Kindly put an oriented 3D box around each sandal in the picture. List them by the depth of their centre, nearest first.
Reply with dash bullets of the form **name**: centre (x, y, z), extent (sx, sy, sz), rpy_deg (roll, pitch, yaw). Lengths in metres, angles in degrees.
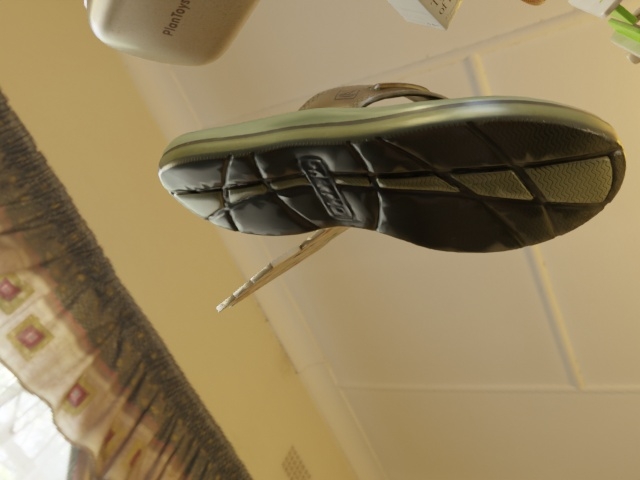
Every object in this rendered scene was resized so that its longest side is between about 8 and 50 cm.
- **sandal**: centre (0.034, -0.061, 0.418), extent (0.302, 0.086, 0.120), rpy_deg (4, -35, 20)

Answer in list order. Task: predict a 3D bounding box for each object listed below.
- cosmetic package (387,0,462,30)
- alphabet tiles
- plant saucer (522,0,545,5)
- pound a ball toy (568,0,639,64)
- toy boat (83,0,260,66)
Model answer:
- **cosmetic package**: centre (0.131, -0.322, 0.574), extent (0.060, 0.098, 0.239), rpy_deg (34, -82, 44)
- **alphabet tiles**: centre (0.000, 0.000, 0.989), extent (0.011, 0.342, 0.285), rpy_deg (55, -43, 3)
- **plant saucer**: centre (0.283, -0.441, 0.957), extent (0.200, 0.200, 0.037), rpy_deg (46, -47, -8)
- **pound a ball toy**: centre (0.571, -0.395, 1.117), extent (0.208, 0.319, 0.136), rpy_deg (38, -65, -8)
- **toy boat**: centre (-0.142, -0.276, 0.629), extent (0.150, 0.151, 0.231), rpy_deg (8, -19, -28)
